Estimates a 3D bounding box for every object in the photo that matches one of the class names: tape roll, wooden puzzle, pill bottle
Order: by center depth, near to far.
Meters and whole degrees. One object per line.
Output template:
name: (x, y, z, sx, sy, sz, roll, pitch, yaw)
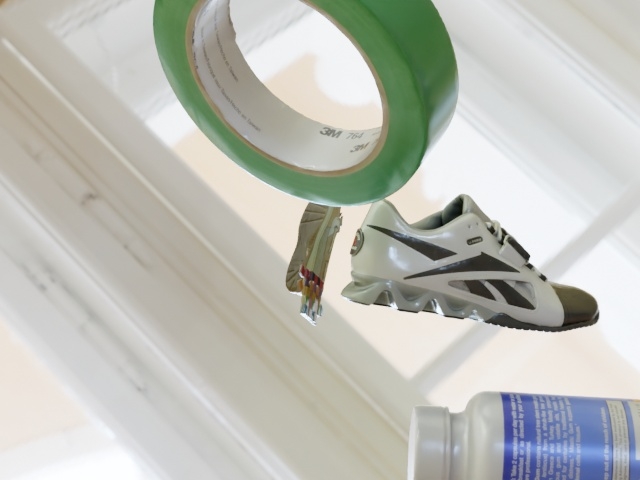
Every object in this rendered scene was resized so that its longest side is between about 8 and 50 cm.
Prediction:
tape roll: (-0.019, -0.181, 1.321, 0.077, 0.321, 0.321, -52, -10, -35)
wooden puzzle: (-0.009, 0.059, 1.362, 0.083, 0.006, 0.049, 45, -132, -65)
pill bottle: (0.235, 0.243, 1.429, 0.152, 0.271, 0.152, 4, -90, -89)

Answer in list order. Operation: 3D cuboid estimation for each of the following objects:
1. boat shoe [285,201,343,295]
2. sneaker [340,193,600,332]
boat shoe: (0.001, 0.001, 1.695, 0.048, 0.056, 0.153, 20, -97, -32)
sneaker: (0.194, 0.025, 1.519, 0.122, 0.330, 0.146, -166, 87, -67)
